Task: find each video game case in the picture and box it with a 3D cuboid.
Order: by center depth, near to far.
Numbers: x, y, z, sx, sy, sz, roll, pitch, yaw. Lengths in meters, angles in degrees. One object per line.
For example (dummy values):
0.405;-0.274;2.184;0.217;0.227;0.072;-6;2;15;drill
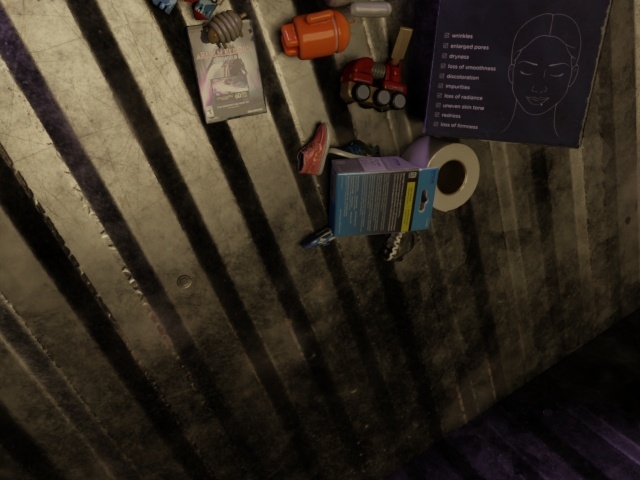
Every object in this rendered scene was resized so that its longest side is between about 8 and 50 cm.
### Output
-0.273;-0.499;1.527;0.196;0.026;0.274;-16;116;-19;video game case

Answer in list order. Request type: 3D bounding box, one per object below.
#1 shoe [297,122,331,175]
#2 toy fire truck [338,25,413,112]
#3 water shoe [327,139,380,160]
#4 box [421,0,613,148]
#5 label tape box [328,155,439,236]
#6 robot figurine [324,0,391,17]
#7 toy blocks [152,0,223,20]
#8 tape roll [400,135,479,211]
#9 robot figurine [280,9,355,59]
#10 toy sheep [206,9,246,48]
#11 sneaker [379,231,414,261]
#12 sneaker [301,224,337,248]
-0.023;-0.302;1.698;0.081;0.063;0.178;0;114;-31;shoe
0.192;-0.556;1.666;0.217;0.158;0.246;5;95;-26;toy fire truck
0.111;-0.305;1.772;0.203;0.073;0.080;8;77;-25;water shoe
0.599;-0.565;1.631;0.480;0.297;0.471;9;112;15;box
0.209;-0.153;1.770;0.348;0.115;0.249;-6;125;-11;label tape box
0.121;-0.787;1.483;0.354;0.200;0.299;-12;94;-12;robot figurine
-0.375;-0.713;1.327;0.381;0.190;0.261;30;107;-31;toy blocks
0.426;-0.246;1.873;0.246;0.169;0.246;-9;114;-22;tape roll
-0.006;-0.613;1.540;0.219;0.128;0.158;-13;128;-7;robot figurine
-0.260;-0.593;1.435;0.132;0.091;0.091;-43;121;-9;toy sheep
0.322;-0.016;1.971;0.106;0.078;0.234;20;104;-33;sneaker
0.000;0.000;1.835;0.144;0.053;0.059;-27;121;-13;sneaker
